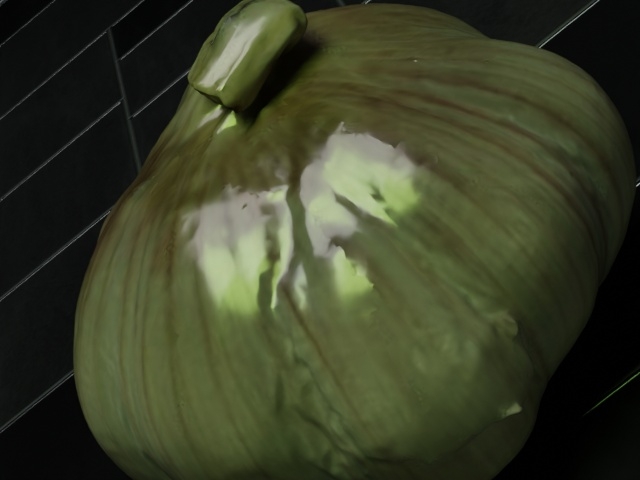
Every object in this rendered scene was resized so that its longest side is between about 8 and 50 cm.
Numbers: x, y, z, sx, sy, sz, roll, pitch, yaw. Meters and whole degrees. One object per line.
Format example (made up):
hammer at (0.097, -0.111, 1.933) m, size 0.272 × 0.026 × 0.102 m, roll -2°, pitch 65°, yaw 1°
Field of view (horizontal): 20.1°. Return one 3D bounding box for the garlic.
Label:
garlic at (0.010, 0.013, 0.941) m, size 0.322 × 0.241 × 0.322 m, roll -48°, pitch 28°, yaw 36°
